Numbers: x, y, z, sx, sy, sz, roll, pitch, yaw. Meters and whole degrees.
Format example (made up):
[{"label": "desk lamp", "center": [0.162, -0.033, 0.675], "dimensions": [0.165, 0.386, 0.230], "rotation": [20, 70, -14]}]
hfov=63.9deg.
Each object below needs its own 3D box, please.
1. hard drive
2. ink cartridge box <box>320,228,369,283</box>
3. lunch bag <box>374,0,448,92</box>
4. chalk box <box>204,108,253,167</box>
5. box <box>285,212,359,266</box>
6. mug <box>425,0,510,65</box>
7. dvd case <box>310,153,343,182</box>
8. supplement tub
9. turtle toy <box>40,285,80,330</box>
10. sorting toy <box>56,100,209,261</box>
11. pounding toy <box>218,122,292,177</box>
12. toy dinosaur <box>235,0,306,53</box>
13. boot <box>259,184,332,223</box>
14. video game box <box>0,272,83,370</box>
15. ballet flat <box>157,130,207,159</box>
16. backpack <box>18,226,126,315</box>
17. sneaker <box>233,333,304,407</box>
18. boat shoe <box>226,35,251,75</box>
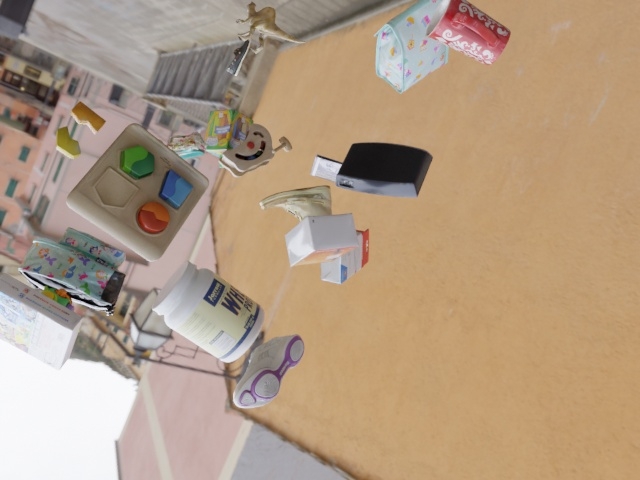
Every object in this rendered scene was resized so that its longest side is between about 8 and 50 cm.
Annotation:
[{"label": "hard drive", "center": [0.179, -0.212, 1.487], "dimensions": [0.255, 0.171, 0.054], "rotation": [11, 150, 27]}, {"label": "ink cartridge box", "center": [0.088, 0.043, 1.746], "dimensions": [0.078, 0.134, 0.231], "rotation": [9, -160, 27]}, {"label": "lunch bag", "center": [0.298, -0.654, 1.667], "dimensions": [0.160, 0.223, 0.262], "rotation": [47, 168, 28]}, {"label": "chalk box", "center": [-0.370, -0.398, 2.047], "dimensions": [0.133, 0.212, 0.132], "rotation": [4, 171, 31]}, {"label": "box", "center": [0.000, 0.000, 1.340], "dimensions": [0.130, 0.090, 0.170], "rotation": [-5, 167, -25]}, {"label": "mug", "center": [0.347, -0.482, 1.201], "dimensions": [0.169, 0.113, 0.150], "rotation": [25, -135, -11]}, {"label": "dvd case", "center": [0.073, -0.299, 2.249], "dimensions": [0.222, 0.018, 0.164], "rotation": [18, 158, -4]}, {"label": "supplement tub", "center": [-0.381, 0.242, 1.762], "dimensions": [0.325, 0.235, 0.235], "rotation": [39, 178, -19]}, {"label": "turtle toy", "center": [-0.606, 0.163, 1.190], "dimensions": [0.095, 0.130, 0.066], "rotation": [-19, -174, 46]}, {"label": "sorting toy", "center": [-0.400, -0.132, 1.048], "dimensions": [0.307, 0.229, 0.041], "rotation": [39, 150, -21]}, {"label": "pounding toy", "center": [-0.245, -0.362, 1.931], "dimensions": [0.154, 0.270, 0.155], "rotation": [60, 153, 0]}, {"label": "toy dinosaur", "center": [-0.121, -0.440, 1.061], "dimensions": [0.183, 0.092, 0.053], "rotation": [45, -175, 26]}, {"label": "boot", "center": [-0.075, -0.081, 1.847], "dimensions": [0.262, 0.203, 0.095], "rotation": [-11, 180, -10]}, {"label": "video game box", "center": [-0.632, 0.185, 1.129], "dimensions": [0.187, 0.205, 0.048], "rotation": [31, -138, -10]}, {"label": "ballet flat", "center": [-0.464, -0.279, 1.575], "dimensions": [0.241, 0.077, 0.091], "rotation": [-11, 172, 5]}, {"label": "backpack", "center": [-0.651, 0.075, 1.371], "dimensions": [0.254, 0.190, 0.225], "rotation": [19, 164, -16]}, {"label": "sneaker", "center": [-0.178, 0.410, 1.613], "dimensions": [0.152, 0.114, 0.305], "rotation": [-5, -155, 39]}, {"label": "boat shoe", "center": [-0.262, -0.602, 1.661], "dimensions": [0.042, 0.133, 0.049], "rotation": [26, -161, -15]}]
